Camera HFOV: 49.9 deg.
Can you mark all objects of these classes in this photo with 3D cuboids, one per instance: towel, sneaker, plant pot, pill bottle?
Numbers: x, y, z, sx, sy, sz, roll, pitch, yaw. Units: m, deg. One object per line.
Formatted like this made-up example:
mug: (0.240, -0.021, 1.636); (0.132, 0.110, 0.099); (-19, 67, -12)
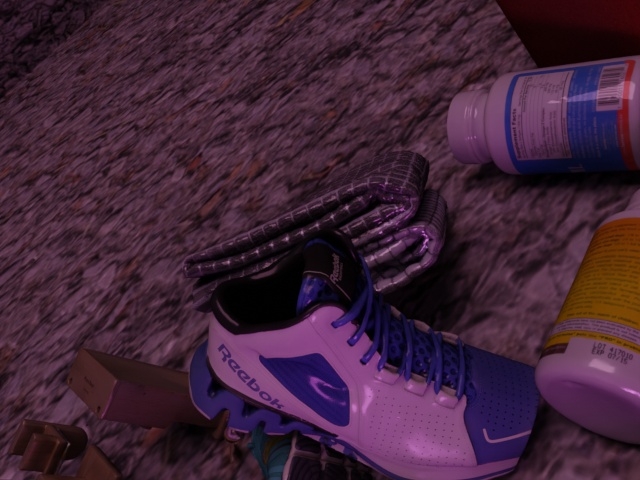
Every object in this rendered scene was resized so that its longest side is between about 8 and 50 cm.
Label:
towel: (0.000, 0.000, 0.789); (0.284, 0.121, 0.235); (-25, 10, 15)
sneaker: (-0.018, 0.213, 0.689); (0.110, 0.107, 0.275); (-39, 29, 28)
sneaker: (0.037, 0.095, 0.584); (0.316, 0.182, 0.127); (10, 42, 4)
plant pot: (0.366, -0.336, 0.834); (0.267, 0.267, 0.236); (-51, 24, -18)
pill bottle: (0.276, 0.055, 0.592); (0.117, 0.117, 0.215); (9, 57, 42)
pill bottle: (0.267, -0.138, 0.795); (0.222, 0.124, 0.124); (2, 52, 39)

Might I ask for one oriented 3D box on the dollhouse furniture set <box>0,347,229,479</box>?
dollhouse furniture set: (-0.230, 0.265, 0.776); (0.212, 0.161, 0.242); (21, 87, 47)

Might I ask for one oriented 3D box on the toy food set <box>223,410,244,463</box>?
toy food set: (-0.084, 0.177, 0.755); (0.078, 0.019, 0.122); (-176, 107, -82)
